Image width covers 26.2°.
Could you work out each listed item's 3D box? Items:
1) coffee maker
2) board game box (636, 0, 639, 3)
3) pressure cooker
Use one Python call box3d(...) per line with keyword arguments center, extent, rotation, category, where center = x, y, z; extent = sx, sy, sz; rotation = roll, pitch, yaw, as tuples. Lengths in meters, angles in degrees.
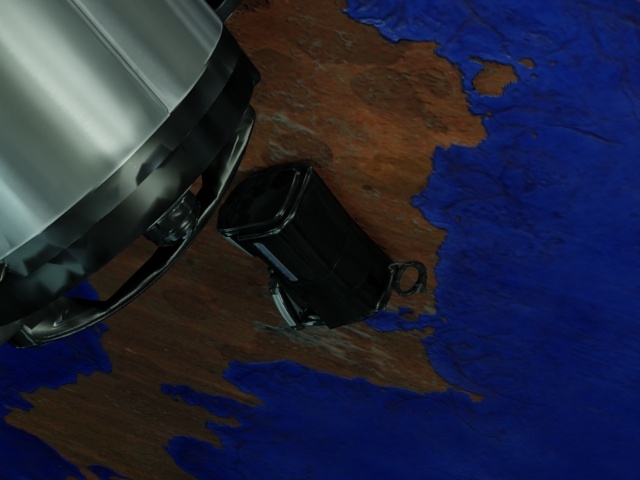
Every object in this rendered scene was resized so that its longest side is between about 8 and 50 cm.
box3d(center=(0.000, 0.000, 1.520), extent=(0.171, 0.120, 0.178), rotation=(-25, 129, 21), category="coffee maker")
box3d(center=(0.265, -0.265, 1.013), extent=(0.347, 0.056, 0.208), rotation=(30, 151, -11), category="board game box")
box3d(center=(-0.269, -0.125, 1.196), extent=(0.370, 0.375, 0.420), rotation=(-33, 113, 22), category="pressure cooker")
